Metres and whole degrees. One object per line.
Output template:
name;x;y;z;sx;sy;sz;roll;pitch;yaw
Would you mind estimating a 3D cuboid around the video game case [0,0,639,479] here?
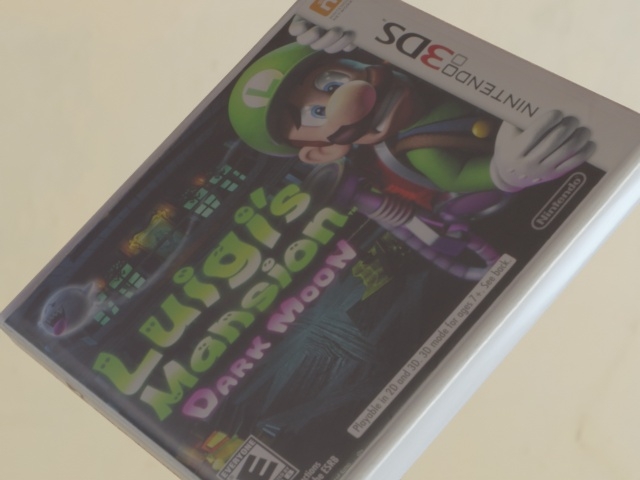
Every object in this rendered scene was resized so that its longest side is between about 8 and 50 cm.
video game case;0.000;0.000;0.650;0.190;0.022;0.173;-48;-132;-12
